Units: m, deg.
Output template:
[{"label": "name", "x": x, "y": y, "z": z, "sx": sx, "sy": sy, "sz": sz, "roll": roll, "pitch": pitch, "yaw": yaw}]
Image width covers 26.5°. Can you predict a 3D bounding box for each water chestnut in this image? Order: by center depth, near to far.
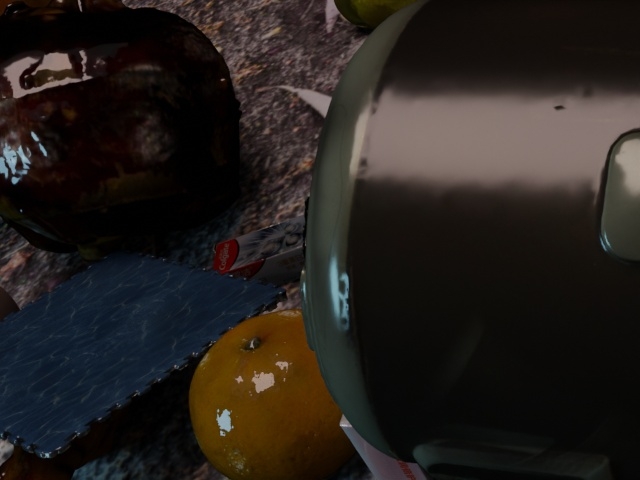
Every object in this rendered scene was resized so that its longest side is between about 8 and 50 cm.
[{"label": "water chestnut", "x": -0.245, "y": -0.157, "z": 1.419, "sx": 0.335, "sy": 0.347, "sz": 0.335, "roll": -12, "pitch": 6, "yaw": 1}]

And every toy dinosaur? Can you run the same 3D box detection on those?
[{"label": "toy dinosaur", "x": -0.251, "y": 0.181, "z": 1.206, "sx": 0.208, "sy": 0.097, "sz": 0.432, "roll": -9, "pitch": 38, "yaw": 21}]

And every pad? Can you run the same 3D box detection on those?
[{"label": "pad", "x": -0.202, "y": 0.087, "z": 1.192, "sx": 0.269, "sy": 0.012, "sz": 0.269, "roll": 10, "pitch": 34, "yaw": 45}]

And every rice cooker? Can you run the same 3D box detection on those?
[{"label": "rice cooker", "x": 0.185, "y": 0.007, "z": 0.869, "sx": 0.325, "sy": 0.335, "sz": 0.335, "roll": 4, "pitch": 45, "yaw": 22}]

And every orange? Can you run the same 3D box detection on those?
[{"label": "orange", "x": -0.031, "y": 0.122, "z": 1.081, "sx": 0.156, "sy": 0.124, "sz": 0.156, "roll": -22, "pitch": 36, "yaw": 17}]

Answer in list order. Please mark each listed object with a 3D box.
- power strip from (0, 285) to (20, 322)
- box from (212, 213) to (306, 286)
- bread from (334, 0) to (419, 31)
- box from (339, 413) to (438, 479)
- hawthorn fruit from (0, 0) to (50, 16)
[{"label": "power strip", "x": -0.378, "y": 0.095, "z": 1.359, "sx": 0.154, "sy": 0.154, "sz": 0.078, "roll": -12, "pitch": 36, "yaw": 26}, {"label": "box", "x": 0.000, "y": 0.000, "z": 1.295, "sx": 0.218, "sy": 0.039, "sz": 0.055, "roll": -19, "pitch": 36, "yaw": 18}, {"label": "bread", "x": 0.153, "y": -0.396, "z": 1.633, "sx": 0.166, "sy": 0.112, "sz": 0.383, "roll": 6, "pitch": 48, "yaw": 42}, {"label": "box", "x": 0.065, "y": 0.120, "z": 1.042, "sx": 0.043, "sy": 0.089, "sz": 0.125, "roll": -11, "pitch": 39, "yaw": 28}, {"label": "hawthorn fruit", "x": -0.515, "y": -0.242, "z": 1.665, "sx": 0.471, "sy": 0.472, "sz": 0.472, "roll": -21, "pitch": 34, "yaw": 15}]
